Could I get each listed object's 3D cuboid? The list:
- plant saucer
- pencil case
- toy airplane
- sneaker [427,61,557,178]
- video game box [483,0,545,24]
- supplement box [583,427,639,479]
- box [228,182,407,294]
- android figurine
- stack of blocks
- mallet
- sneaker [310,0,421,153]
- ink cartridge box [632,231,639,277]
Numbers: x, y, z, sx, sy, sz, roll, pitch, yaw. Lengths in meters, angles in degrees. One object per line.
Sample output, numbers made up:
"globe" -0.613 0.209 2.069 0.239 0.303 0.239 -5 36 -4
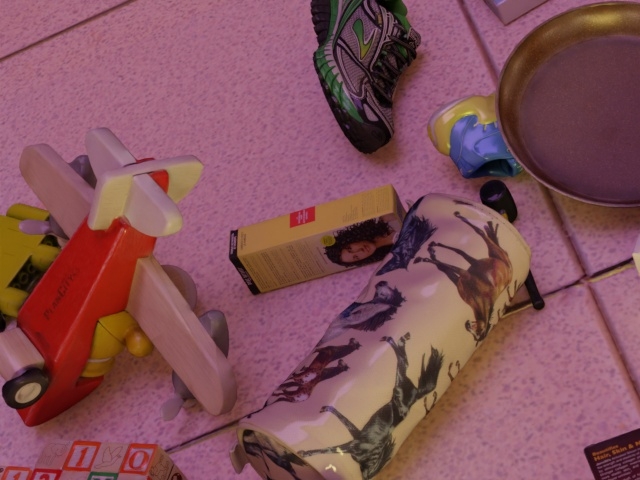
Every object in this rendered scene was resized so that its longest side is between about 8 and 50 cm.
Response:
"plant saucer" 0.377 -0.166 1.828 0.310 0.050 0.310 -3 60 5
"pencil case" 0.069 0.132 1.696 0.183 0.160 0.410 16 59 48
"toy airplane" -0.255 0.043 1.872 0.384 0.272 0.386 -8 79 36
"sneaker" 0.268 -0.151 1.921 0.240 0.091 0.126 -23 71 -5
"video game box" 0.317 -0.431 2.163 0.205 0.048 0.187 -30 41 1
"supplement box" 0.350 0.284 1.461 0.104 0.081 0.188 -23 44 8
"box" 0.000 0.000 1.909 0.232 0.087 0.058 -16 45 16
"android figurine" -0.498 0.042 2.160 0.273 0.056 0.248 11 57 35
"stack of blocks" -0.330 0.338 1.773 0.297 0.087 0.171 -2 50 27
"mallet" 0.246 0.012 1.807 0.039 0.062 0.189 -23 58 9
"sneaker" 0.071 -0.264 2.078 0.146 0.134 0.343 -17 44 13
"ink cartridge box" 0.424 0.005 1.669 0.090 0.092 0.143 6 54 33
